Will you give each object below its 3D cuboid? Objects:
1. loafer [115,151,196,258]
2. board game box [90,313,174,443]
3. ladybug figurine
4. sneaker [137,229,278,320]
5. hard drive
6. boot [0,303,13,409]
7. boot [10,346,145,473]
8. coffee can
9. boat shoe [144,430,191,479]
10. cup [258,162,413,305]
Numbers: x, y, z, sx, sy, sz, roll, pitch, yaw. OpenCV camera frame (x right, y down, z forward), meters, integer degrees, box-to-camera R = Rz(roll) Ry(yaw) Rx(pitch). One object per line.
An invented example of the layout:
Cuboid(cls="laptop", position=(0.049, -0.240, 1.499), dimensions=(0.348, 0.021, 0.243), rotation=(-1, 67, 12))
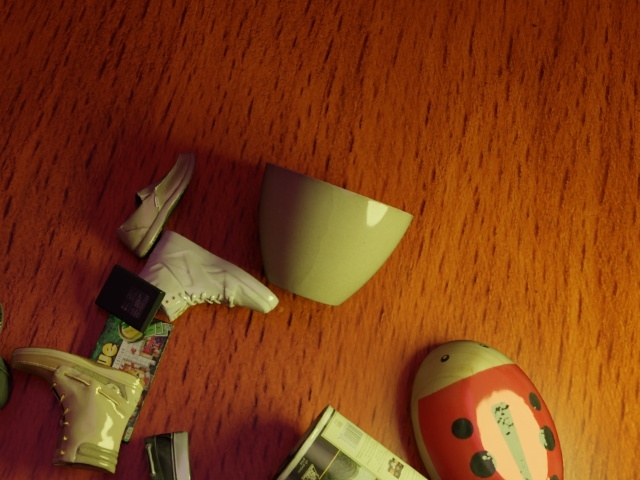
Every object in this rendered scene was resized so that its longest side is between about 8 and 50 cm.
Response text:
Cuboid(cls="loafer", position=(-0.355, -0.092, 1.932), dimensions=(0.092, 0.102, 0.268), rotation=(28, 66, -7))
Cuboid(cls="board game box", position=(-0.409, 0.269, 1.819), dimensions=(0.136, 0.030, 0.259), rotation=(19, 66, -2))
Cuboid(cls="ladybug figurine", position=(0.364, 0.412, 1.862), dimensions=(0.305, 0.162, 0.449), rotation=(-19, 74, -19))
Cuboid(cls="sneaker", position=(-0.249, 0.118, 1.879), dimensions=(0.292, 0.108, 0.169), rotation=(27, 67, 10))
Cuboid(cls="hard drive", position=(-0.392, 0.118, 1.825), dimensions=(0.135, 0.022, 0.094), rotation=(27, 88, 26))
Cuboid(cls="boot", position=(-0.623, 0.220, 1.691), dimensions=(0.076, 0.208, 0.189), rotation=(8, 73, 1))
Cuboid(cls="boot", position=(-0.492, 0.327, 1.712), dimensions=(0.262, 0.095, 0.203), rotation=(20, 67, -13))
Cuboid(cls="coffee can", position=(0.067, 0.484, 1.746), dimensions=(0.275, 0.201, 0.201), rotation=(37, 66, 4))
Cuboid(cls="boat shoe", position=(-0.295, 0.519, 1.702), dimensions=(0.105, 0.113, 0.306), rotation=(-5, 67, -8))
Cuboid(cls="cup", position=(0.000, 0.000, 1.888), dimensions=(0.331, 0.331, 0.237), rotation=(21, 92, -4))
